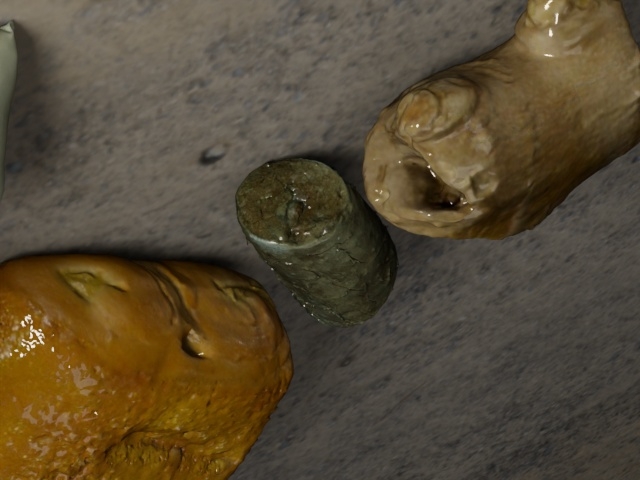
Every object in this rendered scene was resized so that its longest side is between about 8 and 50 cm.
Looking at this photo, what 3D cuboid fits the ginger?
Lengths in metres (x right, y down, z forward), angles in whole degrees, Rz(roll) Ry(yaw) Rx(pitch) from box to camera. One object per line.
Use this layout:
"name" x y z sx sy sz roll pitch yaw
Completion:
"ginger" 0.157 -0.108 1.495 0.276 0.130 0.221 -9 133 -44

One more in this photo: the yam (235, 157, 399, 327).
"yam" 0.000 0.000 1.513 0.107 0.107 0.183 -37 152 2

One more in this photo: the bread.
"bread" -0.204 0.160 1.477 0.337 0.148 0.328 -47 152 20

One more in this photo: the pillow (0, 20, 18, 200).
"pillow" -0.281 -0.071 1.063 0.254 0.078 0.144 3 104 -50
